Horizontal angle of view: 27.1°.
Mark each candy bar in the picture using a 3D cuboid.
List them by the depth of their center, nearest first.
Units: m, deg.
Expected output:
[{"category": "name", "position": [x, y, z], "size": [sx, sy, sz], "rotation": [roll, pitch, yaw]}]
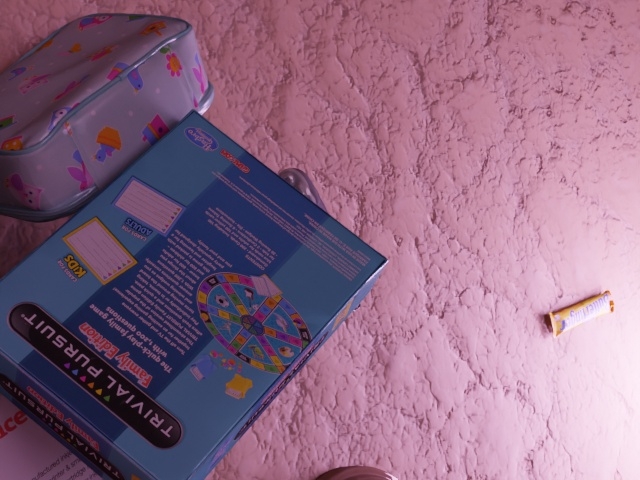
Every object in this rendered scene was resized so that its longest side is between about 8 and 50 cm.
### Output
[{"category": "candy bar", "position": [0.403, 0.112, 2.053], "size": [0.161, 0.018, 0.040], "rotation": [-16, 93, -41]}]

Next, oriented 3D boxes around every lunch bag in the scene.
[{"category": "lunch bag", "position": [-0.260, -0.135, 1.395], "size": [0.279, 0.224, 0.108], "rotation": [-45, 127, -36]}]

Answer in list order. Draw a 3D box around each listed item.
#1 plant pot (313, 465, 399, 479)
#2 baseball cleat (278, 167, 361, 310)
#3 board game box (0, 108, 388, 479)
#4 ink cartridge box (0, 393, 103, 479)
[{"category": "plant pot", "position": [0.071, 0.400, 1.653], "size": [0.237, 0.109, 0.237], "rotation": [8, 78, -39]}, {"category": "baseball cleat", "position": [0.000, 0.000, 1.704], "size": [0.109, 0.072, 0.206], "rotation": [-26, 104, -54]}, {"category": "board game box", "position": [-0.136, 0.062, 1.262], "size": [0.254, 0.079, 0.336], "rotation": [38, 56, 9]}, {"category": "ink cartridge box", "position": [-0.277, 0.272, 1.365], "size": [0.211, 0.121, 0.289], "rotation": [-36, 105, -39]}]
